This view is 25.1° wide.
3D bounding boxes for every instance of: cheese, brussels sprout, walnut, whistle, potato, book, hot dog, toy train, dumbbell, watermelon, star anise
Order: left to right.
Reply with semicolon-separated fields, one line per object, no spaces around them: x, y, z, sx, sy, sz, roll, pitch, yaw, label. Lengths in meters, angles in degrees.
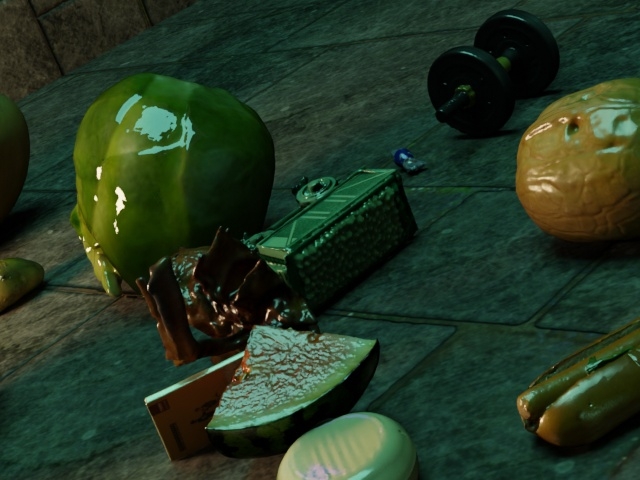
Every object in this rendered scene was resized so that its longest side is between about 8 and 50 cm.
-0.494;0.066;2.248;0.091;0.070;0.138;-6;25;34;potato
-0.213;-0.084;2.062;0.276;0.315;0.371;-3;8;-21;brussels sprout
-0.108;0.072;1.585;0.148;0.237;0.346;-54;-19;-1;star anise
-0.097;0.166;1.537;0.172;0.118;0.012;-26;51;-10;book
-0.036;0.169;1.442;0.193;0.137;0.145;-42;19;44;watermelon
0.000;0.000;1.867;0.154;0.115;0.269;12;37;43;toy train
0.033;0.230;1.303;0.137;0.064;0.227;-26;19;-2;cheese
0.130;-0.122;2.155;0.033;0.029;0.083;-18;28;-16;whistle
0.266;-0.257;2.199;0.143;0.143;0.325;-3;27;42;dumbbell
0.332;-0.092;1.658;0.226;0.193;0.193;-1;28;42;walnut
0.292;0.112;1.335;0.249;0.068;0.100;-28;20;-17;hot dog

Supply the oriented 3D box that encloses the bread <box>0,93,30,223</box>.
-0.703;-0.082;2.574;0.348;0.253;0.376;-21;18;17;bread
